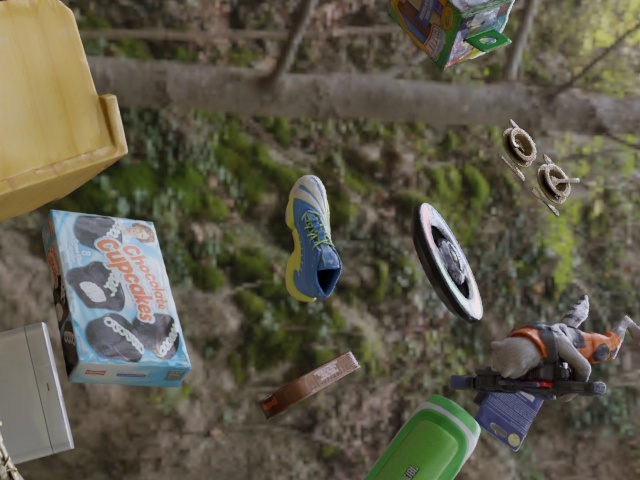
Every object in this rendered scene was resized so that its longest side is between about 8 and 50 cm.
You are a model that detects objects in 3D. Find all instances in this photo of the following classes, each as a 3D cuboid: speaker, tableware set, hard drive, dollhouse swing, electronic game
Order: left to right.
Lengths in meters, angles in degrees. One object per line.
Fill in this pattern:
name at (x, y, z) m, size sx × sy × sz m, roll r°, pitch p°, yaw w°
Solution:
hard drive at (-0.637, 0.301, 1.969) m, size 0.047 × 0.353 × 0.233 m, roll 115°, pitch -39°, yaw -79°
dollhouse swing at (-0.569, -0.213, 1.948) m, size 0.315 × 0.347 × 0.305 m, roll -27°, pitch -88°, yaw 39°
speaker at (0.153, 0.417, 1.954) m, size 0.296 × 0.131 × 0.131 m, roll -50°, pitch -174°, yaw -19°
electronic game at (0.222, 0.038, 1.939) m, size 0.229 × 0.048 × 0.229 m, roll 52°, pitch 21°, yaw -30°
tableware set at (0.440, -0.154, 2.238) m, size 0.039 × 0.194 × 0.128 m, roll -31°, pitch -157°, yaw 41°

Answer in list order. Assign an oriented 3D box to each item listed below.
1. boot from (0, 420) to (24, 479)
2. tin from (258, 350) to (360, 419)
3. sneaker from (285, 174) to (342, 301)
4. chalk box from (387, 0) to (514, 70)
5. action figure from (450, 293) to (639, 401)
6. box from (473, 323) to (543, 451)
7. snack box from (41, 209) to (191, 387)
boot at (-0.494, 0.380, 1.748) m, size 0.262 × 0.095 × 0.203 m, roll 8°, pitch -63°, yaw 38°
tin at (-0.016, 0.225, 1.749) m, size 0.106 × 0.190 × 0.040 m, roll -31°, pitch -96°, yaw 45°
sneaker at (0.000, 0.000, 2.080) m, size 0.126 × 0.091 × 0.240 m, roll 12°, pitch -77°, yaw 54°
chalk box at (0.242, -0.397, 1.960) m, size 0.213 × 0.132 × 0.132 m, roll 53°, pitch -31°, yaw 25°
action figure at (0.410, 0.206, 2.127) m, size 0.341 × 0.330 × 0.178 m, roll -5°, pitch -90°, yaw 39°
box at (0.399, 0.301, 2.278) m, size 0.225 × 0.136 × 0.036 m, roll -59°, pitch -156°, yaw -15°
snack box at (-0.337, 0.092, 1.819) m, size 0.060 × 0.187 × 0.322 m, roll -56°, pitch -140°, yaw 36°
